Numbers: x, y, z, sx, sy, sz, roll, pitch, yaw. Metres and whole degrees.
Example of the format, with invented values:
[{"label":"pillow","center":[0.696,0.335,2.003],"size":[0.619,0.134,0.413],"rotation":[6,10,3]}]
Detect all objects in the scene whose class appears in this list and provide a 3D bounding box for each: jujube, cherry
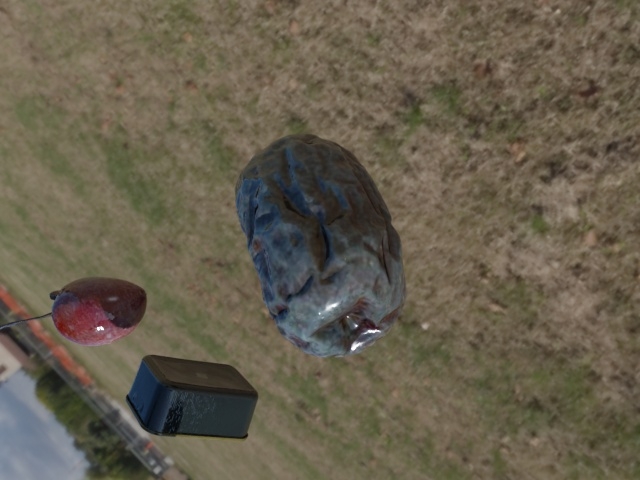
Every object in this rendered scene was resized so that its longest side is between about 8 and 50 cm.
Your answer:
[{"label":"jujube","center":[0.000,0.000,1.014],"size":[0.226,0.226,0.317],"rotation":[86,165,-58]},{"label":"cherry","center":[-0.328,0.098,0.929],"size":[0.107,0.226,0.090],"rotation":[-58,-44,-79]}]

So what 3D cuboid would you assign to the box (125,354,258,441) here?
[{"label":"box","center":[-0.218,0.268,1.246],"size":[0.201,0.090,0.144],"rotation":[15,-172,-33]}]
